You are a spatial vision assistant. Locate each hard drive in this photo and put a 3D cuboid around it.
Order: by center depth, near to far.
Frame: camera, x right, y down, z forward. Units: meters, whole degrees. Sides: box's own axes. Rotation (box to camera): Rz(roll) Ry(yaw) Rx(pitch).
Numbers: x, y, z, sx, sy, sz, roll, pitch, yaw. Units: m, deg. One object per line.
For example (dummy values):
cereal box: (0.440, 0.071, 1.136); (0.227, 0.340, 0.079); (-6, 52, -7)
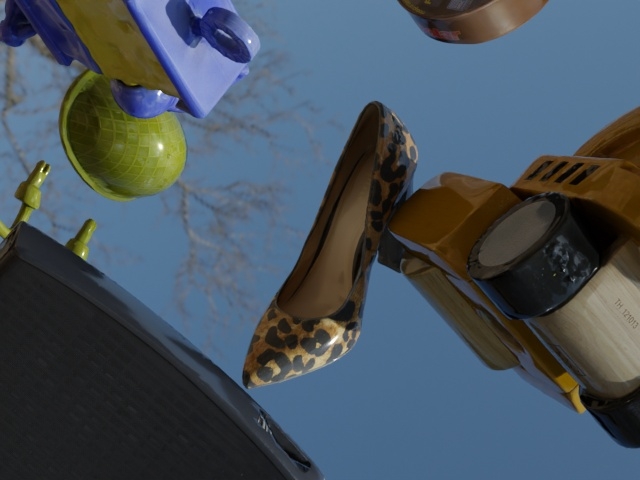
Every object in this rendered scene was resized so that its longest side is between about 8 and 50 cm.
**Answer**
hard drive: (-0.135, 0.128, 0.746); (0.172, 0.254, 0.054); (-49, -170, -6)

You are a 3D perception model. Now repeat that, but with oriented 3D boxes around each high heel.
high heel: (0.000, 0.000, 1.096); (0.093, 0.186, 0.261); (18, -136, 33)

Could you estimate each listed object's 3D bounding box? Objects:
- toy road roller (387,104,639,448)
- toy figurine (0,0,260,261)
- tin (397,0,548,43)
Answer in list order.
toy road roller: (0.232, 0.004, 1.033); (0.240, 0.202, 0.329); (-45, -163, -8)
toy figurine: (-0.128, -0.102, 0.766); (0.217, 0.362, 0.191); (11, -122, 30)
tin: (0.119, -0.201, 0.755); (0.106, 0.040, 0.190); (23, -107, 40)
